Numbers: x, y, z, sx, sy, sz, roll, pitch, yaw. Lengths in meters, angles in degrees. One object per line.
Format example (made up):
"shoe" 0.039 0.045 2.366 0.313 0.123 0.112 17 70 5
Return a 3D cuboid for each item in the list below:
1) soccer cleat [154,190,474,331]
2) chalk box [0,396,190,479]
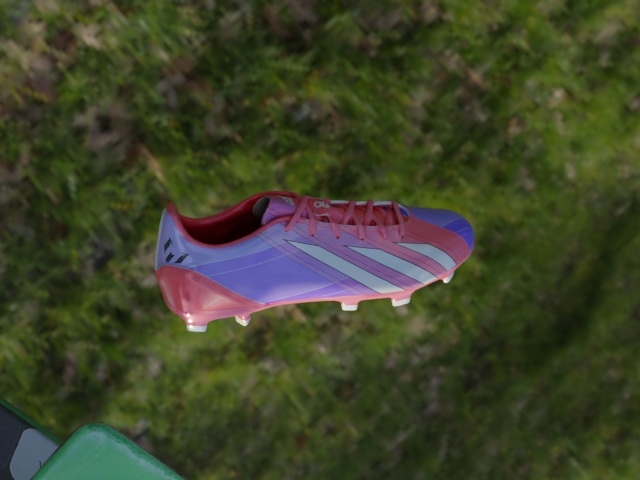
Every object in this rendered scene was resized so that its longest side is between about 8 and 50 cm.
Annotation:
"soccer cleat" 0.000 0.000 1.075 0.248 0.083 0.095 -10 118 -15
"chalk box" -0.107 0.141 0.424 0.213 0.132 0.132 -44 -163 22
